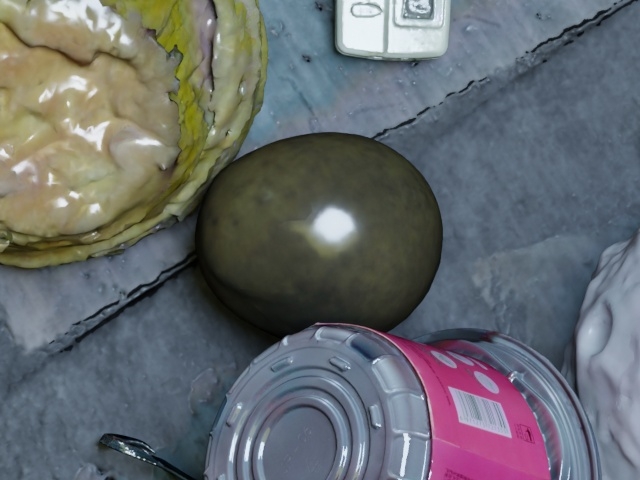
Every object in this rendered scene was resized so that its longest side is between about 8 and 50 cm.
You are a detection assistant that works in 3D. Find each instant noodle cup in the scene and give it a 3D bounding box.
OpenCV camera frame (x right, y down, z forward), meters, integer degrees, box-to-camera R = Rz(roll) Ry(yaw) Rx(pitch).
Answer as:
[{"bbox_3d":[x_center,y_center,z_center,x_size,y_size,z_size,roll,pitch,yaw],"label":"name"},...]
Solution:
[{"bbox_3d":[0.039,0.163,1.175,0.182,0.302,0.258,27,74,-47],"label":"instant noodle cup"}]

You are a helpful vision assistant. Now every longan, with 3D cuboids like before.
[{"bbox_3d":[0.000,0.000,1.274,0.187,0.167,0.167,10,89,-14],"label":"longan"}]

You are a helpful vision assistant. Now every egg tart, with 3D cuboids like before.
[{"bbox_3d":[-0.199,-0.106,1.199,0.352,0.150,0.352,-7,122,-11],"label":"egg tart"}]

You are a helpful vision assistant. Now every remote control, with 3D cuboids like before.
[{"bbox_3d":[0.057,-0.255,1.339,0.090,0.049,0.230,2,90,-8],"label":"remote control"}]

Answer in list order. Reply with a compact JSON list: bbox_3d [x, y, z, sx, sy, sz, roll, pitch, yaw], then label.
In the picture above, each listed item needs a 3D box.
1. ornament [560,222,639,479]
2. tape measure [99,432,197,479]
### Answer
[{"bbox_3d":[0.337,0.120,1.240,0.337,0.337,0.337,0,91,-8],"label":"ornament"},{"bbox_3d":[-0.111,0.230,1.295,0.180,0.104,0.107,31,73,37],"label":"tape measure"}]
